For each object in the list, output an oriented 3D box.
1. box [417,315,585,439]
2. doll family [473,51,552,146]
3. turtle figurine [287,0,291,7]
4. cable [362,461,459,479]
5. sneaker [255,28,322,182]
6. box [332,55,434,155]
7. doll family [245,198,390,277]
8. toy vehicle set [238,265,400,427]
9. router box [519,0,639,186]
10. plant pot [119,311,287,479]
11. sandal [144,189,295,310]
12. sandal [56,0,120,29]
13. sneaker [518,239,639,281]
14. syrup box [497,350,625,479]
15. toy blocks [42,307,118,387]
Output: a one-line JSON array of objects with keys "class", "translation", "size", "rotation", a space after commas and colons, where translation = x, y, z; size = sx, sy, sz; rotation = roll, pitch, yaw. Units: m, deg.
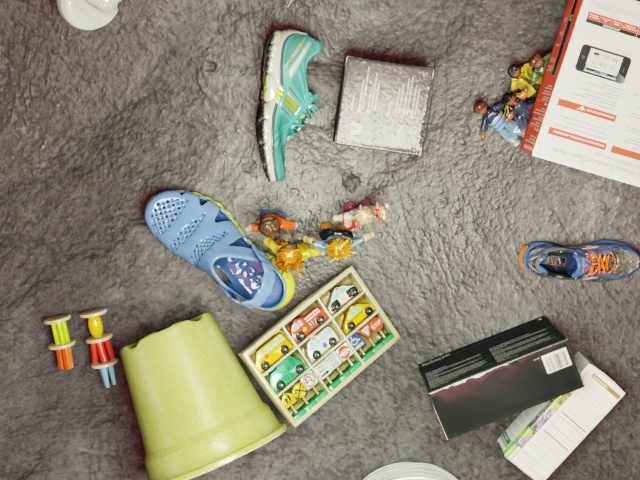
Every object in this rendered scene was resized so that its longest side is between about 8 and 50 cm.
[{"class": "box", "translation": [0.322, 0.245, 1.861], "size": [0.261, 0.184, 0.103], "rotation": [-22, 101, 3]}, {"class": "doll family", "translation": [0.357, -0.257, 1.835], "size": [0.111, 0.076, 0.193], "rotation": [31, 93, -24]}, {"class": "turtle figurine", "translation": [-0.091, -0.522, 1.773], "size": [0.175, 0.118, 0.234], "rotation": [13, 83, -17]}, {"class": "cable", "translation": [0.176, 0.555, 1.957], "size": [0.257, 0.089, 0.257], "rotation": [13, 99, -2]}, {"class": "sneaker", "translation": [-0.056, -0.237, 1.829], "size": [0.110, 0.107, 0.275], "rotation": [6, 99, -11]}, {"class": "box", "translation": [0.110, -0.241, 1.829], "size": [0.158, 0.093, 0.156], "rotation": [8, 99, -2]}, {"class": "doll family", "translation": [0.000, 0.000, 1.831], "size": [0.263, 0.163, 0.118], "rotation": [-8, 99, 1]}, {"class": "toy vehicle set", "translation": [0.001, 0.192, 1.871], "size": [0.267, 0.035, 0.166], "rotation": [-38, 98, -20]}, {"class": "router box", "translation": [0.554, -0.250, 1.778], "size": [0.335, 0.082, 0.301], "rotation": [16, 101, -8]}, {"class": "plant pot", "translation": [-0.233, 0.276, 1.845], "size": [0.276, 0.276, 0.254], "rotation": [-23, 87, 3]}, {"class": "sandal", "translation": [-0.182, 0.020, 1.850], "size": [0.317, 0.138, 0.126], "rotation": [35, 99, -4]}, {"class": "sandal", "translation": [-0.395, -0.578, 1.766], "size": [0.102, 0.169, 0.416], "rotation": [23, 101, 37]}, {"class": "sneaker", "translation": [0.481, 0.045, 1.878], "size": [0.221, 0.087, 0.083], "rotation": [-3, 100, 1]}, {"class": "syrup box", "translation": [0.449, 0.331, 1.920], "size": [0.096, 0.093, 0.237], "rotation": [39, 97, -5]}, {"class": "toy blocks", "translation": [-0.446, 0.209, 1.919], "size": [0.123, 0.054, 0.148], "rotation": [-10, 99, 1]}]
